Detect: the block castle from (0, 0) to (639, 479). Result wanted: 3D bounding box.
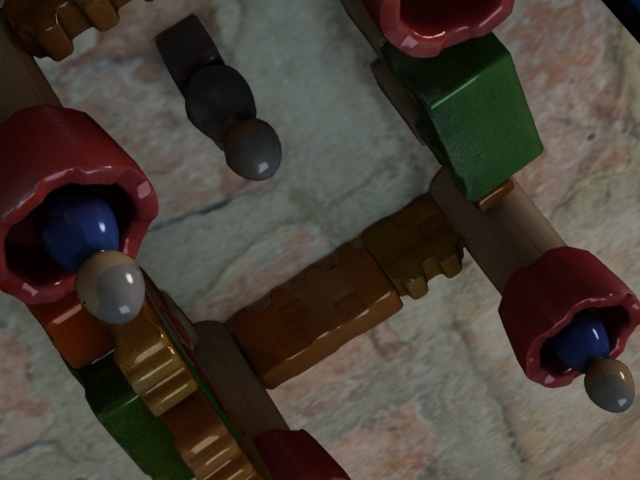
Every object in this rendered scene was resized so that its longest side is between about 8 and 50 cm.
[{"bbox_3d":[0.000,0.000,1.009,0.303,0.213,0.453,-32,147,-2],"label":"block castle"}]

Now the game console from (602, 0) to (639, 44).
[{"bbox_3d":[0.213,-0.116,0.972,0.250,0.293,0.173,-14,141,-26],"label":"game console"}]
